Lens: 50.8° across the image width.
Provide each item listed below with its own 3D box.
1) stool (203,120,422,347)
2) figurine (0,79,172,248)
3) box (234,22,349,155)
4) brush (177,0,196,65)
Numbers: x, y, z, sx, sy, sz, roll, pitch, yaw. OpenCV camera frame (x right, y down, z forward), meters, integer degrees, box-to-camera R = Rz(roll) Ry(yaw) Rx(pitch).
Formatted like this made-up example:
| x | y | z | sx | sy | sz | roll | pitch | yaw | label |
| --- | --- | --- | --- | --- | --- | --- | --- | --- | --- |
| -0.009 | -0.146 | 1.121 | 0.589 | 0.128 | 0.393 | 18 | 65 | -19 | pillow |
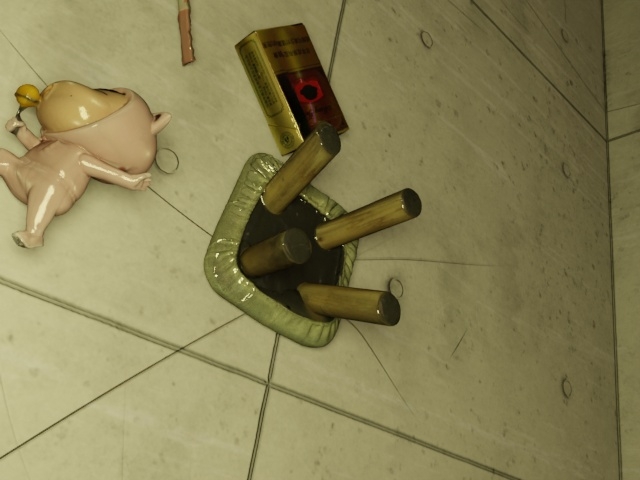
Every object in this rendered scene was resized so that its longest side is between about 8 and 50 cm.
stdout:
| x | y | z | sx | sy | sz | roll | pitch | yaw | label |
| --- | --- | --- | --- | --- | --- | --- | --- | --- | --- |
| 0.000 | 0.000 | 1.189 | 0.310 | 0.226 | 0.310 | 35 | 56 | -31 | stool |
| -0.349 | -0.128 | 0.936 | 0.287 | 0.176 | 0.186 | -43 | 133 | -29 | figurine |
| -0.054 | -0.305 | 1.349 | 0.159 | 0.071 | 0.240 | -27 | 95 | -48 | box |
| -0.250 | -0.460 | 1.205 | 0.071 | 0.084 | 0.300 | 3 | 81 | -45 | brush |
